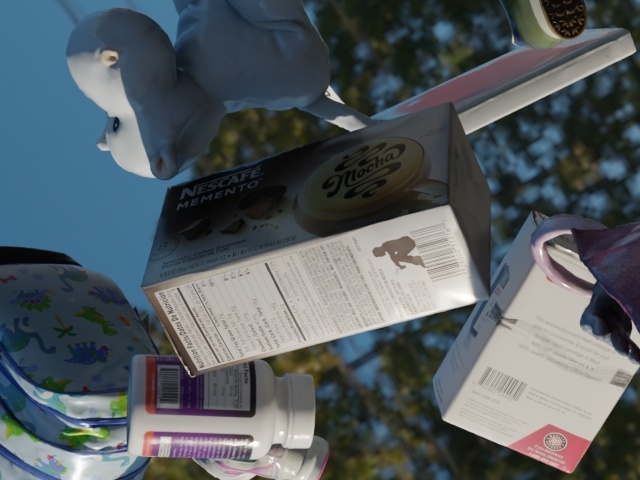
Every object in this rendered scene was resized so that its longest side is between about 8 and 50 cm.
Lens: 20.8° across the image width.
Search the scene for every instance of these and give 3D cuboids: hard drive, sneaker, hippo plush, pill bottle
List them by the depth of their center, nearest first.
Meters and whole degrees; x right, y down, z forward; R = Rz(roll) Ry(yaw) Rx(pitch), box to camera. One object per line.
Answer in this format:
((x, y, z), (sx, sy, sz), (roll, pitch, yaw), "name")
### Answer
((0.182, -0.267, 1.617), (0.064, 0.086, 0.192), (-15, -93, -28), "sneaker")
((-0.131, -0.175, 1.716), (0.294, 0.236, 0.234), (60, 168, -30), "hippo plush")
((-0.106, 0.177, 1.849), (0.108, 0.193, 0.108), (-177, 90, -82), "pill bottle")
((0.232, -0.200, 2.280), (0.203, 0.307, 0.040), (14, 127, 68), "hard drive")
((-0.107, 0.278, 2.444), (0.111, 0.252, 0.103), (37, -116, -37), "sneaker")

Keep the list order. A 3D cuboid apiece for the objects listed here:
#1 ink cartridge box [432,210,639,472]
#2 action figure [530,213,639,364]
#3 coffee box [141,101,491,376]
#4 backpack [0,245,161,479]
((0.234, 0.102, 1.766), (0.158, 0.218, 0.092), (24, -160, -14), "ink cartridge box")
((0.364, -0.040, 1.205), (0.248, 0.370, 0.276), (27, -169, -27), "action figure")
((0.000, 0.000, 1.614), (0.168, 0.297, 0.119), (-82, -29, -53), "coffee box")
((-0.334, 0.164, 2.131), (0.290, 0.273, 0.355), (4, -129, -40), "backpack")
